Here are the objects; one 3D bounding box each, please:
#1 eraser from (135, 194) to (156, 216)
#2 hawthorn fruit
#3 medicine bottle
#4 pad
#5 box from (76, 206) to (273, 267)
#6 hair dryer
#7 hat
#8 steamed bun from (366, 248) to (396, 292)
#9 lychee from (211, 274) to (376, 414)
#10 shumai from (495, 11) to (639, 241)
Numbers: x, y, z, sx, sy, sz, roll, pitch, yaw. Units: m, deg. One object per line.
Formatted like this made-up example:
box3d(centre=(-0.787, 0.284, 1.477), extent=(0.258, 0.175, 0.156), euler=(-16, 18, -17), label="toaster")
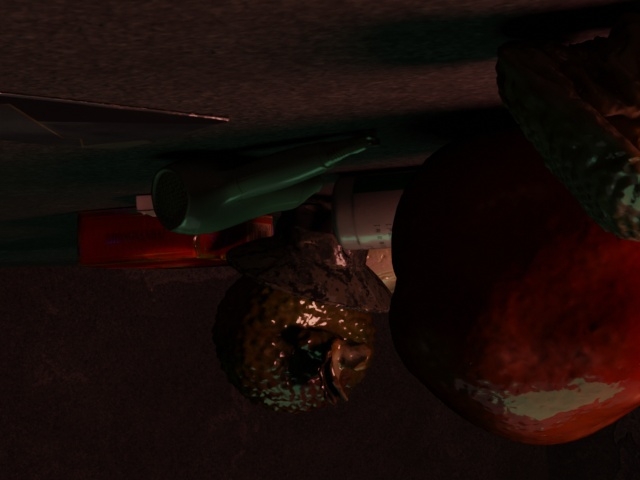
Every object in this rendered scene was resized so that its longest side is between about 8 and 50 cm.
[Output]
box3d(centre=(-0.162, -0.049, 1.293), extent=(0.150, 0.023, 0.104), euler=(-3, 176, 3), label="eraser")
box3d(centre=(0.199, 0.024, 0.847), extent=(0.295, 0.295, 0.311), euler=(0, 141, -41), label="hawthorn fruit")
box3d(centre=(0.146, -0.041, 1.124), extent=(0.259, 0.095, 0.095), euler=(-5, 176, 18), label="medicine bottle")
box3d(centre=(-0.211, -0.089, 0.734), extent=(0.243, 0.004, 0.163), euler=(-1, 176, -44), label="pad")
box3d(centre=(-0.218, -0.001, 1.530), extent=(0.197, 0.089, 0.313), euler=(-3, 176, 18), label="box")
box3d(centre=(-0.022, -0.068, 0.942), extent=(0.237, 0.075, 0.206), euler=(-17, 176, 41), label="hair dryer")
box3d(centre=(0.000, 0.000, 1.388), extent=(0.265, 0.128, 0.265), euler=(15, -172, -2), label="hat")
box3d(centre=(0.062, 0.030, 1.724), extent=(0.250, 0.155, 0.200), euler=(-7, 176, 15), label="steamed bun")
box3d(centre=(-0.042, 0.151, 1.551), extent=(0.269, 0.270, 0.320), euler=(-2, 163, -16), label="lychee")
box3d(centre=(0.180, -0.075, 0.549), extent=(0.116, 0.145, 0.145), euler=(-41, 173, 4), label="shumai")
